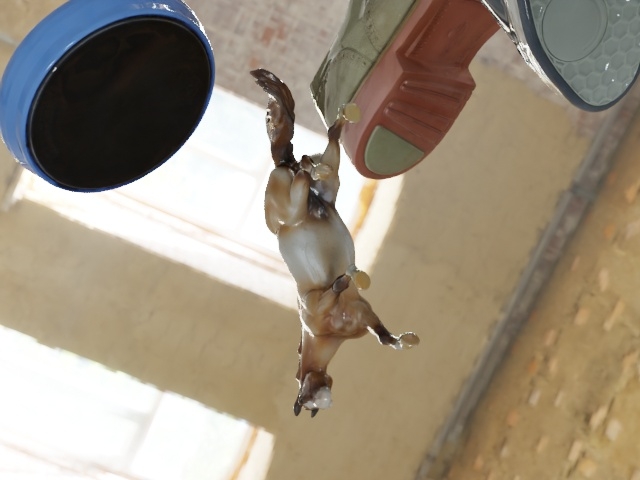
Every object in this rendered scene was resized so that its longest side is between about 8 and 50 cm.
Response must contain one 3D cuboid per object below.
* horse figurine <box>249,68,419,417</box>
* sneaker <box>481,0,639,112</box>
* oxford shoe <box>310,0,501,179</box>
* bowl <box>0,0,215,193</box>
[{"bbox_3d":[0.000,0.000,0.843,0.174,0.066,0.263,148,-73,-68],"label":"horse figurine"},{"bbox_3d":[0.103,-0.186,0.673,0.086,0.226,0.163,-38,-156,-6],"label":"sneaker"},{"bbox_3d":[0.109,-0.251,0.974,0.397,0.140,0.146,-55,-129,20],"label":"oxford shoe"},{"bbox_3d":[-0.348,-0.243,1.841,0.077,0.391,0.391,47,-58,32],"label":"bowl"}]
